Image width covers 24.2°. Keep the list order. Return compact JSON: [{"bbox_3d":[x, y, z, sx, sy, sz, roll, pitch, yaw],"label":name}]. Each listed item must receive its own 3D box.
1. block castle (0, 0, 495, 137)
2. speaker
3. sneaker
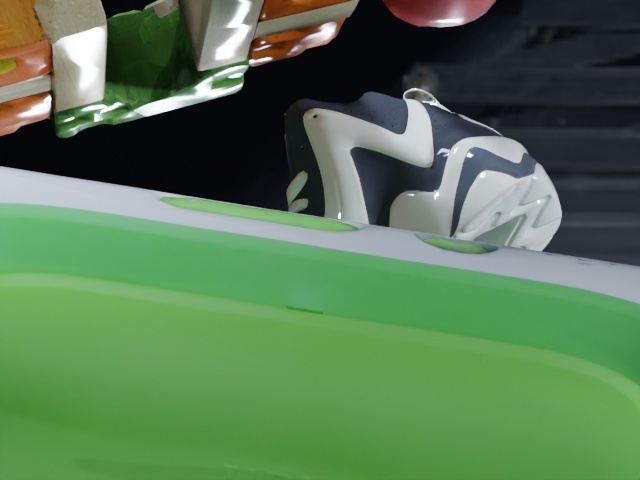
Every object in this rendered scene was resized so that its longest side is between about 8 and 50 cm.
[{"bbox_3d":[-0.128,-0.218,0.789,0.453,0.303,0.213,-15,-11,-12],"label":"block castle"},{"bbox_3d":[-0.007,0.055,0.428,0.296,0.131,0.131,9,-29,2],"label":"speaker"},{"bbox_3d":[0.000,0.000,0.835,0.235,0.153,0.094,-41,-40,2],"label":"sneaker"}]
